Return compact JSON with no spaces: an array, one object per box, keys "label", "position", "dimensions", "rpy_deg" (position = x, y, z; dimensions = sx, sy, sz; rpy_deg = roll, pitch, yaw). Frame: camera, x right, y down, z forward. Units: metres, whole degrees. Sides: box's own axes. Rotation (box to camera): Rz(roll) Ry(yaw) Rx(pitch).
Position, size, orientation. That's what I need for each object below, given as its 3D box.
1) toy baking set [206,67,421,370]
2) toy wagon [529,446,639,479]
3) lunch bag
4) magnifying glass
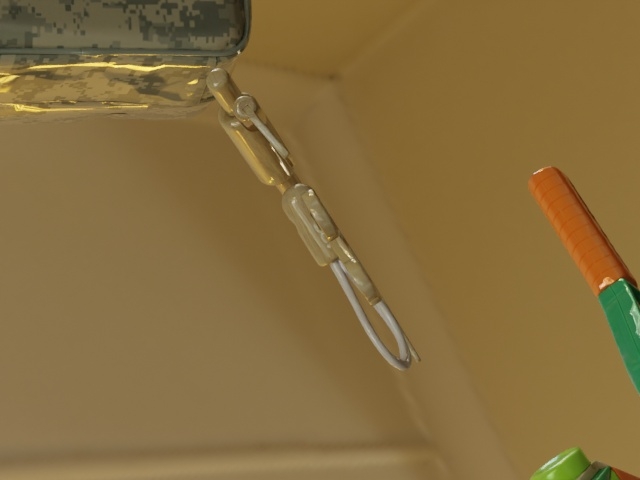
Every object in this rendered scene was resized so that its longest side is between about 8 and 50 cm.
[{"label":"toy baking set","position":[-0.004,-0.006,1.306],"dimensions":[0.197,0.030,0.256],"rpy_deg":[58,-179,30]},{"label":"toy wagon","position":[0.243,0.335,1.622],"dimensions":[0.267,0.068,0.344],"rpy_deg":[54,-145,1]},{"label":"lunch bag","position":[-0.233,-0.203,1.736],"dimensions":[0.305,0.256,0.212],"rpy_deg":[-1,-112,-16]},{"label":"magnifying glass","position":[0.169,0.046,1.020],"dimensions":[0.092,0.026,0.231],"rpy_deg":[33,-155,-46]}]
